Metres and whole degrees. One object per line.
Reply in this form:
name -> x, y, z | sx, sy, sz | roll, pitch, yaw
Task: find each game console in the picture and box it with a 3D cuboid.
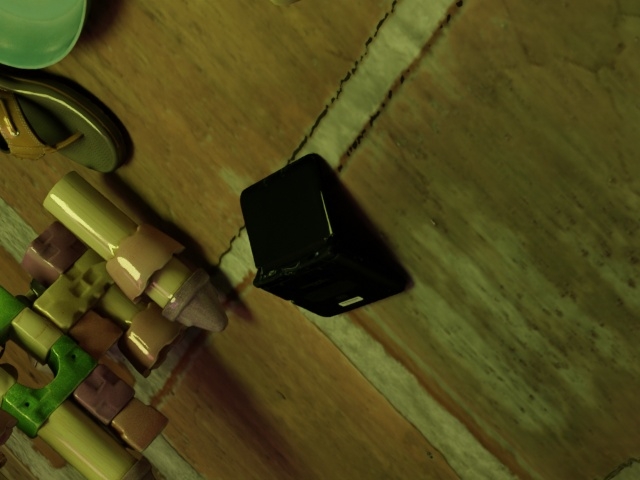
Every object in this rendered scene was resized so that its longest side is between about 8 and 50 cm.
game console -> 0.000, 0.000, 1.091 | 0.107, 0.071, 0.122 | 26, 156, -23

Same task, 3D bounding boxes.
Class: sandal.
sandal -> -0.268, -0.109, 1.223 | 0.219, 0.060, 0.090 | 28, 151, 3

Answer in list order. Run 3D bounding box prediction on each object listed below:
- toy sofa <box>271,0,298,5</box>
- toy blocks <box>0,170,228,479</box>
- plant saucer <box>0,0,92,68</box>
toy sofa -> 0.122, -0.222, 0.450 | 0.362, 0.177, 0.150 | -13, 139, 13
toy blocks -> -0.225, 0.155, 1.275 | 0.260, 0.288, 0.309 | 40, 148, 2
plant saucer -> -0.280, -0.280, 1.097 | 0.317, 0.043, 0.318 | 31, 145, 26
